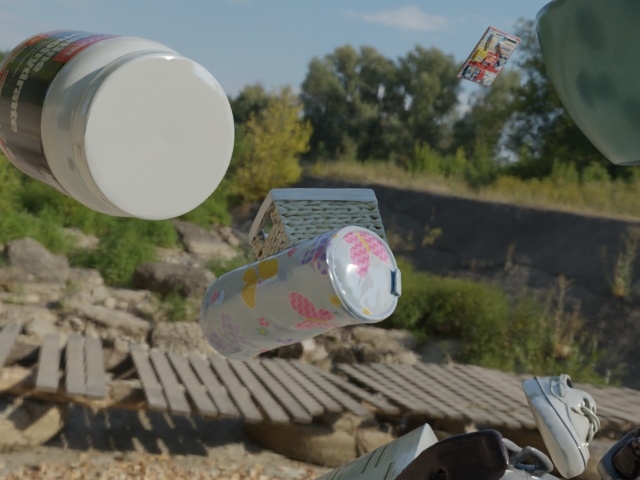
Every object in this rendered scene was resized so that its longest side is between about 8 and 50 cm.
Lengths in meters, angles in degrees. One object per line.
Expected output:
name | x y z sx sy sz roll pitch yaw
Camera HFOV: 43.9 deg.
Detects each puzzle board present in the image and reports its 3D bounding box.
puzzle board | 0.289 -0.310 1.353 0.011 0.096 0.128 46 27 25

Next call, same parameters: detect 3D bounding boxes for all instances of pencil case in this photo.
pencil case | -0.031 0.072 0.970 0.124 0.114 0.273 35 -38 -28

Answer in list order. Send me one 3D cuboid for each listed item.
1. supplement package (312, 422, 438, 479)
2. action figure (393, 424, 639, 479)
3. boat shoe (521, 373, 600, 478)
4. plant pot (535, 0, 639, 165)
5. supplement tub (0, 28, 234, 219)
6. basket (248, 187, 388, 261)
supplement package | 0.036 0.358 0.824 0.262 0.199 0.198 -30 -4 13
action figure | 0.168 0.182 0.417 0.285 0.099 0.185 27 33 -37
boat shoe | 0.355 0.254 1.140 0.088 0.096 0.267 -21 1 8
plant pot | 0.418 -0.196 0.961 0.290 0.196 0.290 -5 0 0
supplement tub | -0.238 -0.134 0.888 0.191 0.191 0.272 9 8 -41
basket | 0.000 0.000 1.109 0.167 0.103 0.113 -2 -35 -27
